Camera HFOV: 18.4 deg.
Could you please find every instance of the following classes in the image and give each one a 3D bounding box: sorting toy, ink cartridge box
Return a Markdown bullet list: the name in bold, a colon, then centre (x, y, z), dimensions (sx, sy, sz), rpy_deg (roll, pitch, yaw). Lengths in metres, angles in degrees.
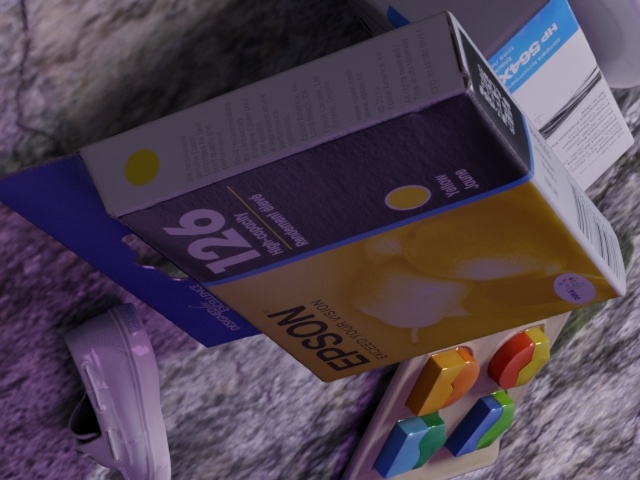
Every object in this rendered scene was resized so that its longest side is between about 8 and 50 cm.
- **sorting toy**: centre (0.122, 0.131, 1.664), dimensions (0.193, 0.038, 0.208), rpy_deg (-12, 134, -40)
- **ink cartridge box**: centre (0.105, -0.120, 1.273), dimensions (0.086, 0.148, 0.203), rpy_deg (-45, 146, -4)
- **ink cartridge box**: centre (0.000, 0.000, 1.229), dimensions (0.307, 0.072, 0.303), rpy_deg (-20, 151, 17)

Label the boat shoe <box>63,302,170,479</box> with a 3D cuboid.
- **boat shoe**: centre (-0.142, 0.121, 1.348), dimensions (0.063, 0.066, 0.184), rpy_deg (-17, 142, -15)

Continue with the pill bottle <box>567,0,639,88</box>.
- **pill bottle**: centre (0.235, -0.210, 1.324), dimensions (0.208, 0.119, 0.119), rpy_deg (-47, 149, -23)
